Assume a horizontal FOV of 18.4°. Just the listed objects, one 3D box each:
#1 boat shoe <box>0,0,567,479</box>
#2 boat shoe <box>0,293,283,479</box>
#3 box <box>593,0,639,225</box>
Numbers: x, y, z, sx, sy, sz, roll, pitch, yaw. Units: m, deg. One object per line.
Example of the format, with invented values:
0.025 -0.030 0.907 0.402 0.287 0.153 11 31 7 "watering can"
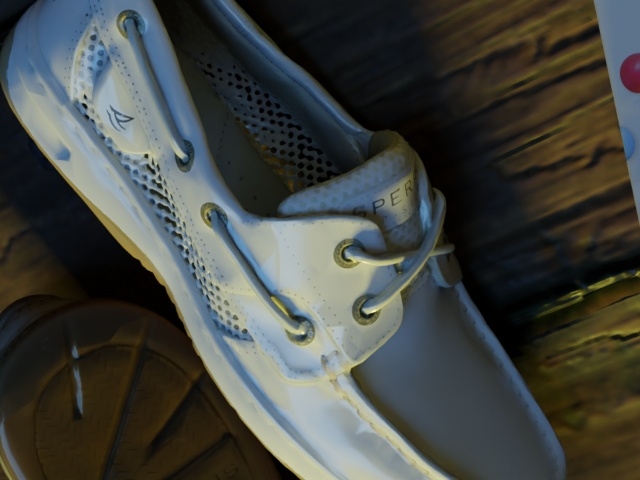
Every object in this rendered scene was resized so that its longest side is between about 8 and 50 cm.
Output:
0.000 0.000 0.720 0.277 0.098 0.096 46 132 -1 "boat shoe"
-0.034 0.167 0.854 0.341 0.121 0.110 63 166 -13 "boat shoe"
0.163 -0.038 0.582 0.145 0.038 0.186 -10 91 26 "box"
